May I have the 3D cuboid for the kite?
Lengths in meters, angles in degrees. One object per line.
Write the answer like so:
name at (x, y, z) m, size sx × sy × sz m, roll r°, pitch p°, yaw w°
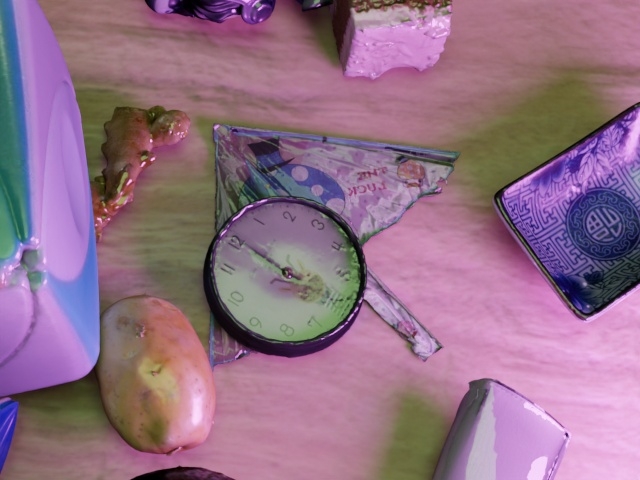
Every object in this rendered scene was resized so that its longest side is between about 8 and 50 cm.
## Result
kite at (0.000, 0.000, 1.696) m, size 0.406 × 0.014 × 0.368 m, roll -40°, pitch 81°, yaw -20°

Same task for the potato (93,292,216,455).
potato at (-0.177, 0.140, 1.568) m, size 0.119 × 0.109 × 0.178 m, roll -25°, pitch 67°, yaw 6°

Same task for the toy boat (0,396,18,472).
toy boat at (-0.397, 0.273, 1.477) m, size 0.088 × 0.129 × 0.295 m, roll 31°, pitch 67°, yaw 15°

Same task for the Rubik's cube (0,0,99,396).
Rubik's cube at (-0.411, -0.039, 1.446) m, size 0.347 × 0.352 × 0.351 m, roll -8°, pitch 66°, yaw -2°

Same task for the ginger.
ginger at (-0.243, -0.074, 1.668) m, size 0.193 × 0.052 × 0.176 m, roll -1°, pitch 70°, yaw -1°

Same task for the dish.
dish at (0.332, -0.026, 1.721) m, size 0.243 × 0.080 × 0.182 m, roll -32°, pitch 77°, yaw -16°

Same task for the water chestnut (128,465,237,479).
water chestnut at (-0.125, 0.376, 1.435) m, size 0.300 × 0.300 × 0.300 m, roll 3°, pitch 70°, yaw -8°

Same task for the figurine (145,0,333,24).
figurine at (-0.099, -0.318, 1.729) m, size 0.222 × 0.145 × 0.145 m, roll -8°, pitch 72°, yaw -17°

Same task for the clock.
clock at (-0.037, 0.037, 1.646) m, size 0.185 × 0.040 × 0.184 m, roll 3°, pitch 69°, yaw -9°

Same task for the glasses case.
glasses case at (0.166, 0.307, 1.575) m, size 0.128 × 0.083 × 0.308 m, roll 24°, pitch 68°, yaw -6°

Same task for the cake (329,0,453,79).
cake at (0.079, -0.283, 1.748) m, size 0.135 × 0.134 × 0.147 m, roll -5°, pitch 65°, yaw -8°
